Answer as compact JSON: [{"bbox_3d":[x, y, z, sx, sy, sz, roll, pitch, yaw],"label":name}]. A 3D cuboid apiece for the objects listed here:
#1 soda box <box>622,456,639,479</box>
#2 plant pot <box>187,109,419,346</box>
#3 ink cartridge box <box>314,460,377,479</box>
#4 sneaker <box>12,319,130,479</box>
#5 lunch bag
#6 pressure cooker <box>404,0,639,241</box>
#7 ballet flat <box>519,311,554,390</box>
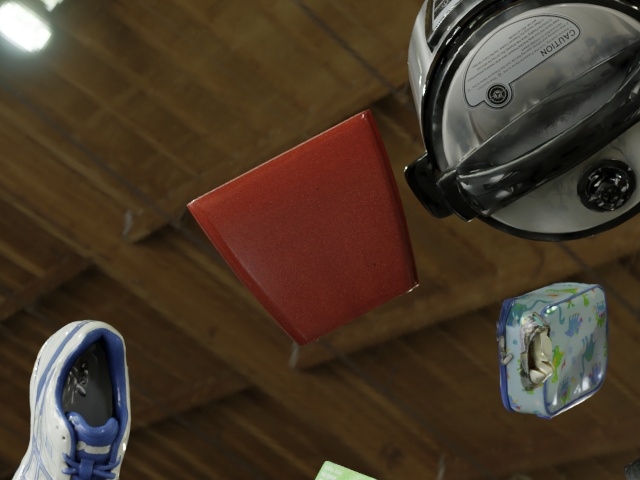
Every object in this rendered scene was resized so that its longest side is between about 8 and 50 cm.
[{"bbox_3d":[0.458,0.354,1.695,0.060,0.169,0.053,-35,-77,16],"label":"soda box"},{"bbox_3d":[0.000,0.000,1.724,0.236,0.267,0.267,62,-1,2],"label":"plant pot"},{"bbox_3d":[0.032,0.435,1.491,0.198,0.273,0.114,41,-18,-31],"label":"ink cartridge box"},{"bbox_3d":[-0.247,0.223,1.247,0.111,0.297,0.131,4,-14,-23],"label":"sneaker"},{"bbox_3d":[0.339,0.158,1.822,0.090,0.219,0.176,2,-79,38],"label":"lunch bag"},{"bbox_3d":[0.313,-0.205,1.707,0.375,0.420,0.370,10,-64,-5],"label":"pressure cooker"},{"bbox_3d":[0.246,0.134,1.422,0.041,0.041,0.114,8,-51,23],"label":"ballet flat"}]
